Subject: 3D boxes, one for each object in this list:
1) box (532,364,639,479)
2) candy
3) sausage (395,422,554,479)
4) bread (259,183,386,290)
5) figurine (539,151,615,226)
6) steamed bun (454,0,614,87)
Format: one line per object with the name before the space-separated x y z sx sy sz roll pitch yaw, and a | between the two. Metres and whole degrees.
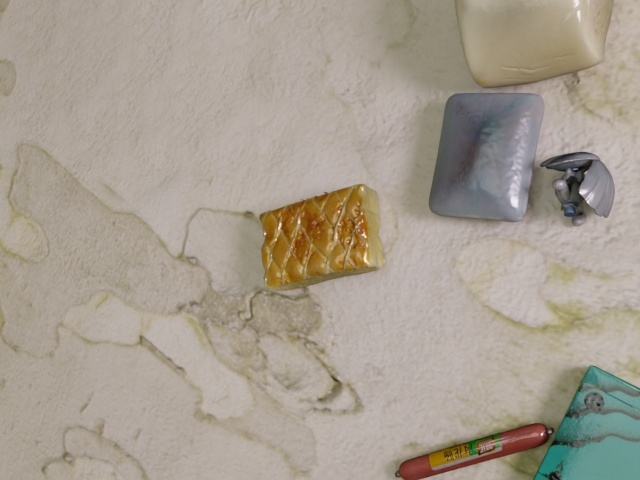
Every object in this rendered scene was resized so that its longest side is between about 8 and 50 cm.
box | 0.338 0.281 0.849 0.161 0.042 0.226 27 93 32
candy | 0.220 -0.114 0.993 0.138 0.071 0.174 7 83 33
sausage | 0.193 0.273 0.947 0.223 0.029 0.029 -25 67 25
bread | -0.001 0.000 1.105 0.188 0.068 0.125 -14 72 28
figurine | 0.317 -0.064 0.913 0.082 0.094 0.086 -13 78 41
steamed bun | 0.275 -0.335 0.961 0.200 0.155 0.250 -5 79 31
